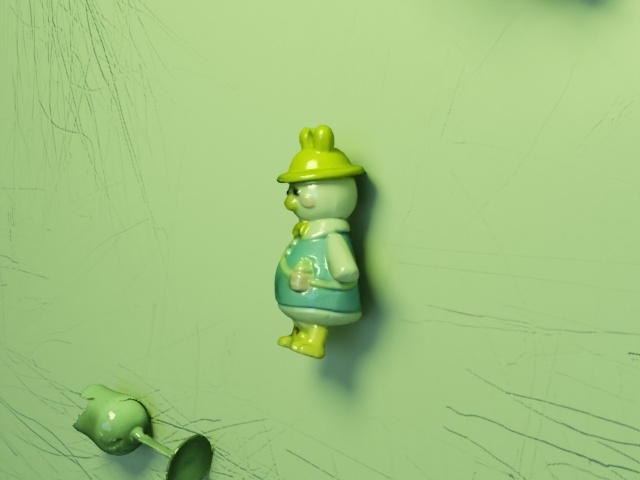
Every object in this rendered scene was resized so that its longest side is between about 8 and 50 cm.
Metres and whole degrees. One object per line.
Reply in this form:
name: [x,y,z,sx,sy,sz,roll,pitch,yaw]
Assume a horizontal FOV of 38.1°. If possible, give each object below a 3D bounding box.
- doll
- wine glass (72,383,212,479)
doll: [-0.001,0.000,0.976,0.098,0.135,0.241,0,93,10]
wine glass: [-0.230,0.245,1.171,0.195,0.079,0.079,17,102,36]
